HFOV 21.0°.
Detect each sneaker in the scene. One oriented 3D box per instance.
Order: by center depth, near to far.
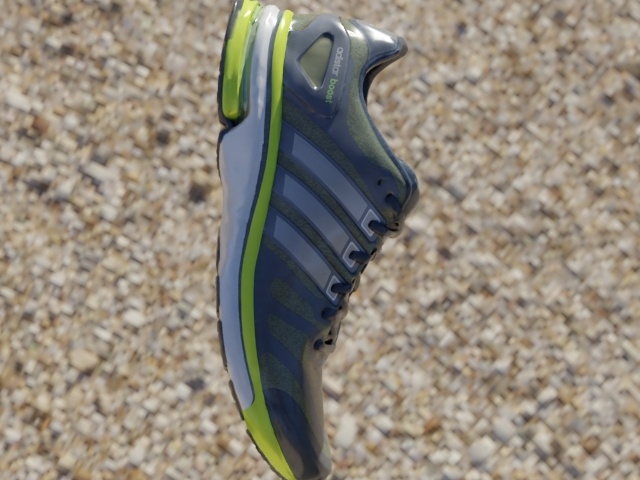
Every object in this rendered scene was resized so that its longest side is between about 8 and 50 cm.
[{"bbox_3d":[0.000,0.000,1.045,0.121,0.111,0.300,-1,90,3],"label":"sneaker"}]
